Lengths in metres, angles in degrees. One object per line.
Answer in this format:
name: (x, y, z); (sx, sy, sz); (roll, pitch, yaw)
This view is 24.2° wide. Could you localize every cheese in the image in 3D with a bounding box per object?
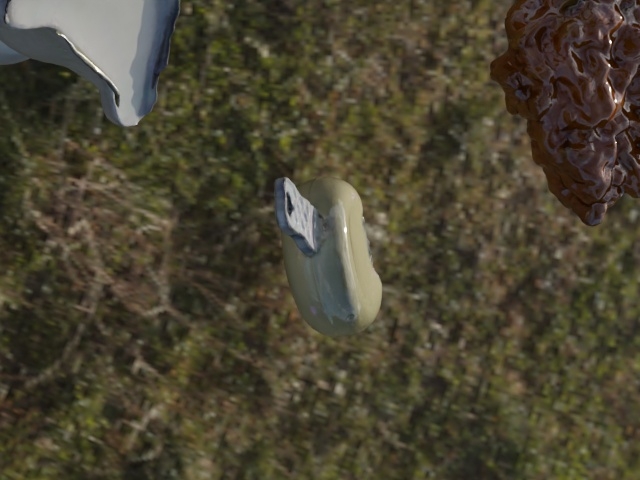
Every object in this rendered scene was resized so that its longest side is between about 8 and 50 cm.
cheese: (0.001, 0.019, 1.446); (0.249, 0.070, 0.163); (-12, 94, -76)

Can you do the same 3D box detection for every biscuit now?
biscuit: (0.366, -0.218, 1.837); (0.312, 0.110, 0.318); (-43, 121, -15)

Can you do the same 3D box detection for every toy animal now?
toy animal: (-0.237, -0.234, 1.184); (0.174, 0.289, 0.249); (-58, 169, -10)
